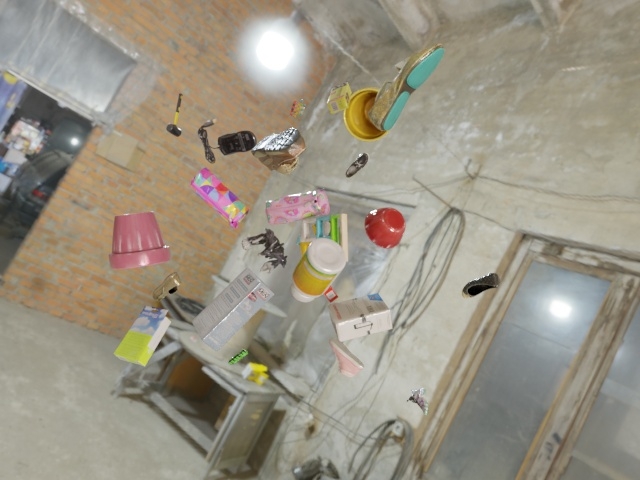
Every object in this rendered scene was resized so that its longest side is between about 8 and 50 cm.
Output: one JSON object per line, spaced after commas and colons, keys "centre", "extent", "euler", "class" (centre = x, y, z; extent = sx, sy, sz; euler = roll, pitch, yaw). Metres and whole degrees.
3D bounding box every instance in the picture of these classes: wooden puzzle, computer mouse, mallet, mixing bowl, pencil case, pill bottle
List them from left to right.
{"centre": [-0.621, -0.544, 1.974], "extent": [0.039, 0.190, 0.062], "euler": [2, -5, 24], "class": "mallet"}
{"centre": [-0.363, -0.152, 1.660], "extent": [0.236, 0.104, 0.104], "euler": [44, -7, -6], "class": "pencil case"}
{"centre": [-0.427, -0.477, 2.111], "extent": [0.060, 0.261, 0.184], "euler": [-76, 148, -67], "class": "computer mouse"}
{"centre": [-0.102, -0.146, 2.023], "extent": [0.283, 0.124, 0.124], "euler": [-9, -22, 23], "class": "pencil case"}
{"centre": [-0.090, -0.524, 1.831], "extent": [0.049, 0.083, 0.006], "euler": [15, 40, -11], "class": "wooden puzzle"}
{"centre": [-0.019, 0.113, 1.591], "extent": [0.136, 0.136, 0.246], "euler": [28, -42, -4], "class": "pill bottle"}
{"centre": [0.283, -0.067, 1.898], "extent": [0.181, 0.182, 0.098], "euler": [29, -31, -9], "class": "mixing bowl"}

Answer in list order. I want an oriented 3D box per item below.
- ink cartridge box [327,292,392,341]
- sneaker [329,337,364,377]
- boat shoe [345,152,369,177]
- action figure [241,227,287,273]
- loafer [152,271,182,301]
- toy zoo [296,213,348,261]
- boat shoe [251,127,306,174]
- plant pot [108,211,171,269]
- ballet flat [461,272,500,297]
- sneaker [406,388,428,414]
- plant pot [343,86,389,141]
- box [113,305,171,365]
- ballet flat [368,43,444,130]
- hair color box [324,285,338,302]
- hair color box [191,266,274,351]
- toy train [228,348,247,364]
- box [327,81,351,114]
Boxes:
{"centre": [0.143, 0.280, 1.698], "extent": [0.203, 0.086, 0.148], "euler": [-13, 21, -6], "class": "ink cartridge box"}
{"centre": [0.065, 0.367, 1.422], "extent": [0.134, 0.070, 0.051], "euler": [42, 15, 13], "class": "sneaker"}
{"centre": [0.142, -0.294, 1.809], "extent": [0.046, 0.125, 0.038], "euler": [48, 36, -2], "class": "boat shoe"}
{"centre": [-0.200, 0.040, 1.718], "extent": [0.164, 0.140, 0.275], "euler": [60, -5, -5], "class": "action figure"}
{"centre": [-0.518, 0.166, 1.558], "extent": [0.050, 0.148, 0.056], "euler": [49, 33, 7], "class": "loafer"}
{"centre": [0.000, 0.000, 1.916], "extent": [0.030, 0.193, 0.293], "euler": [4, -8, -41], "class": "toy zoo"}
{"centre": [-0.120, -0.285, 1.515], "extent": [0.120, 0.122, 0.324], "euler": [52, -12, -23], "class": "boat shoe"}
{"centre": [-0.634, -0.004, 1.601], "extent": [0.201, 0.180, 0.201], "euler": [-6, 5, 1], "class": "plant pot"}
{"centre": [0.540, 0.161, 1.569], "extent": [0.057, 0.049, 0.173], "euler": [25, -35, -11], "class": "ballet flat"}
{"centre": [0.326, 0.546, 1.556], "extent": [0.069, 0.038, 0.098], "euler": [-5, 31, 7], "class": "sneaker"}
{"centre": [0.264, -0.632, 2.284], "extent": [0.253, 0.254, 0.239], "euler": [27, 27, 9], "class": "plant pot"}
{"centre": [-0.553, 0.296, 1.450], "extent": [0.108, 0.178, 0.042], "euler": [6, -37, 26], "class": "box"}
{"centre": [0.288, -0.557, 1.631], "extent": [0.123, 0.349, 0.123], "euler": [31, 21, -13], "class": "ballet flat"}
{"centre": [0.015, 0.178, 1.844], "extent": [0.072, 0.043, 0.141], "euler": [57, -4, -37], "class": "hair color box"}
{"centre": [-0.417, 0.320, 2.186], "extent": [0.114, 0.374, 0.185], "euler": [50, -9, -35], "class": "hair color box"}
{"centre": [-0.282, 0.400, 1.576], "extent": [0.023, 0.083, 0.017], "euler": [37, 22, -34], "class": "toy train"}
{"centre": [0.088, -0.648, 2.089], "extent": [0.087, 0.232, 0.058], "euler": [-16, -59, 19], "class": "box"}
